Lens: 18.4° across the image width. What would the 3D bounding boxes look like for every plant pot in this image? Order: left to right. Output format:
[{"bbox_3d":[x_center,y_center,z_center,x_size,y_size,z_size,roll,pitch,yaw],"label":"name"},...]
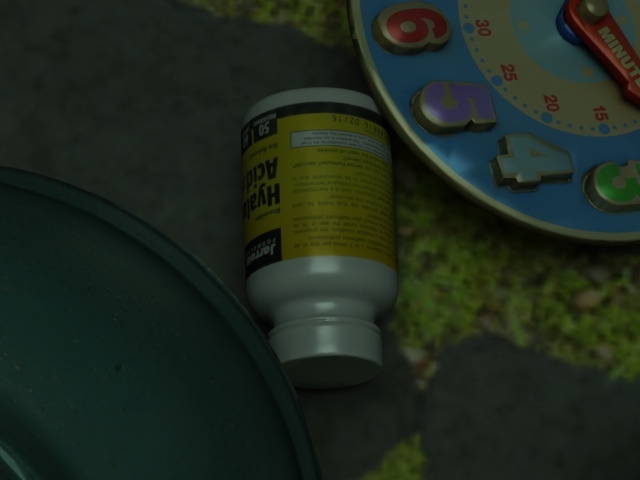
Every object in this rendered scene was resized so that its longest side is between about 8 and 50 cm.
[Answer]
[{"bbox_3d":[-0.146,0.118,0.648,0.293,0.196,0.293,0,91,2],"label":"plant pot"}]

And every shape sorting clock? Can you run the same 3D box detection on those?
[{"bbox_3d":[0.111,-0.094,0.863,0.206,0.040,0.206,9,63,-19],"label":"shape sorting clock"}]

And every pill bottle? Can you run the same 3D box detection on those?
[{"bbox_3d":[0.000,0.000,0.825,0.065,0.065,0.116,-2,68,-4],"label":"pill bottle"}]
